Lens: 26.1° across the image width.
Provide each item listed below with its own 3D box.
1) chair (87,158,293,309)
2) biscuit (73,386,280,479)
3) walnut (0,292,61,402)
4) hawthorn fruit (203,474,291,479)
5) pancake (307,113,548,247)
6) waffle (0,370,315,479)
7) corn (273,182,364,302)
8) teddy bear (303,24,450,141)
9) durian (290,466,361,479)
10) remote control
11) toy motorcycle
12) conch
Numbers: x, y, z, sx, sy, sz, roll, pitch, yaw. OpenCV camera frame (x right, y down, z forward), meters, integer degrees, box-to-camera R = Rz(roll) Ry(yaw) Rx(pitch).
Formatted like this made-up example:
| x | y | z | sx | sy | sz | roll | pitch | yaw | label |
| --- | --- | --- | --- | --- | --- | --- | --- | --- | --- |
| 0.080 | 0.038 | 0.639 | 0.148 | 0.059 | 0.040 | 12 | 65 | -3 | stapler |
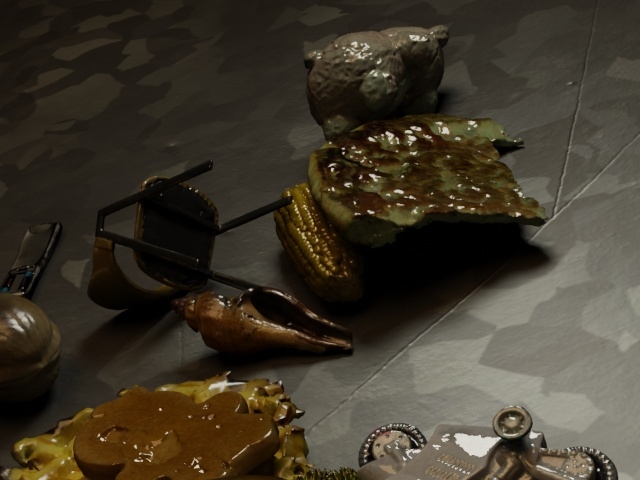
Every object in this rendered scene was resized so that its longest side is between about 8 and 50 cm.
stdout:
| x | y | z | sx | sy | sz | roll | pitch | yaw | label |
| --- | --- | --- | --- | --- | --- | --- | --- | --- | --- |
| -0.188 | 0.005 | 1.807 | 0.247 | 0.159 | 0.172 | -2 | 73 | 40 | chair |
| -0.160 | 0.215 | 1.443 | 0.249 | 0.035 | 0.184 | 6 | 31 | 38 | biscuit |
| -0.401 | 0.136 | 1.760 | 0.162 | 0.140 | 0.140 | 12 | 42 | 36 | walnut |
| -0.032 | 0.334 | 1.116 | 0.301 | 0.267 | 0.268 | 10 | 40 | 39 | hawthorn fruit |
| 0.134 | -0.087 | 1.844 | 0.305 | 0.067 | 0.427 | 5 | 23 | -1 | pancake |
| -0.185 | 0.272 | 1.475 | 0.380 | 0.095 | 0.382 | -20 | 28 | -5 | waffle |
| 0.000 | 0.000 | 1.810 | 0.097 | 0.097 | 0.261 | -21 | 31 | -5 | corn |
| 0.087 | -0.239 | 2.076 | 0.236 | 0.151 | 0.267 | -39 | -16 | 32 | teddy bear |
| 0.015 | 0.288 | 1.317 | 0.086 | 0.100 | 0.215 | -20 | 36 | 14 | durian |
| -0.433 | 0.034 | 2.051 | 0.059 | 0.028 | 0.212 | -12 | 31 | 13 | remote control |
| 0.148 | 0.255 | 1.325 | 0.260 | 0.110 | 0.171 | 5 | 53 | 22 | toy motorcycle |
| -0.074 | 0.101 | 1.710 | 0.233 | 0.086 | 0.080 | -1 | -8 | 5 | conch |
